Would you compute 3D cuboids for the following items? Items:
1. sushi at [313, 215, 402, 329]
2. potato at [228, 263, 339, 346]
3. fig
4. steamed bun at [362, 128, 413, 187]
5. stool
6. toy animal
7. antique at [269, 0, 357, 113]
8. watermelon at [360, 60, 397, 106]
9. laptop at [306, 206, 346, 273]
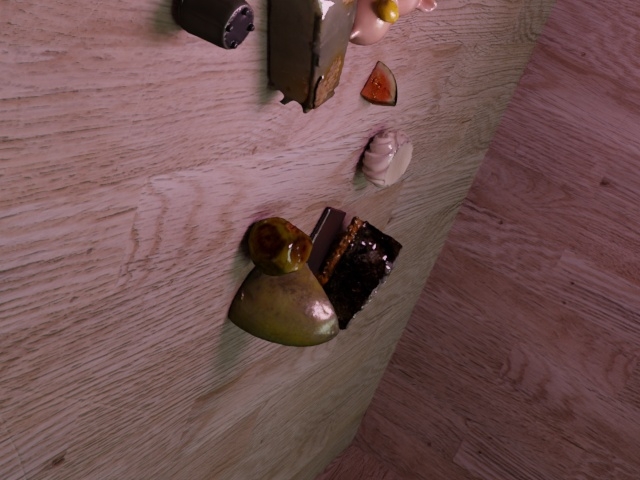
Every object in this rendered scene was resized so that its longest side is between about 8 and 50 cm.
[{"bbox_3d":[0.096,0.101,2.538,0.348,0.207,0.234,-56,179,17],"label":"sushi"},{"bbox_3d":[-0.058,0.152,2.121,0.269,0.255,0.112,-49,160,-28],"label":"potato"},{"bbox_3d":[-0.103,0.021,2.002,0.154,0.144,0.165,-7,156,-26],"label":"fig"},{"bbox_3d":[0.189,-0.244,2.399,0.183,0.106,0.183,-47,153,-33],"label":"steamed bun"},{"bbox_3d":[-0.166,-0.361,1.324,0.096,0.110,0.096,-50,163,-22],"label":"stool"},{"bbox_3d":[0.120,-0.509,1.770,0.248,0.165,0.149,-41,159,-29],"label":"toy animal"},{"bbox_3d":[-0.022,-0.390,1.625,0.150,0.125,0.284,-42,153,-40],"label":"antique"},{"bbox_3d":[0.147,-0.385,2.163,0.094,0.125,0.135,-18,164,-20],"label":"watermelon"},{"bbox_3d":[0.000,0.000,2.404,0.207,0.026,0.154,-63,159,6],"label":"laptop"}]
